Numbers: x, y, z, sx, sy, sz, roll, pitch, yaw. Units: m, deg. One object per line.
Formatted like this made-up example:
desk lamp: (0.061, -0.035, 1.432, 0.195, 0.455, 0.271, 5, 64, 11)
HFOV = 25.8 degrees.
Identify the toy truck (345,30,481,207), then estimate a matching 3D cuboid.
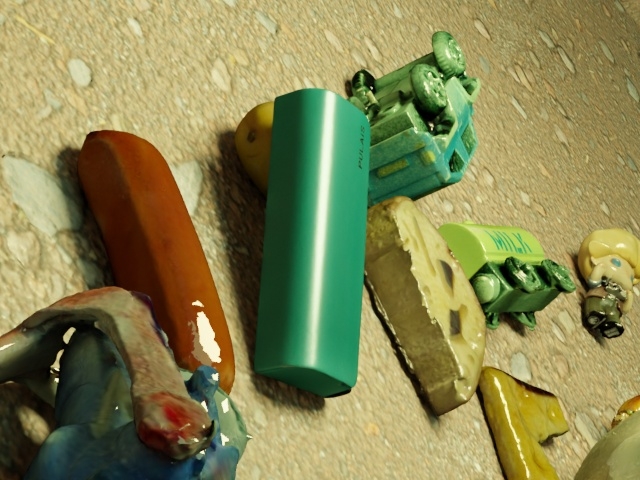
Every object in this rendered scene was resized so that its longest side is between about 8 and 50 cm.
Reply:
toy truck: (0.116, -0.151, 1.794, 0.156, 0.155, 0.279, 60, 25, -13)

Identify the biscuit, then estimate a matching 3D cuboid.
biscuit: (0.264, 0.249, 1.724, 0.174, 0.039, 0.183, 31, 37, -44)

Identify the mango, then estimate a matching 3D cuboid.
mango: (-0.018, -0.077, 1.563, 0.195, 0.092, 0.130, 40, 28, -47)

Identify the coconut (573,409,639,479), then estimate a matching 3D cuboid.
coconut: (0.439, 0.343, 1.641, 0.309, 0.297, 0.297, 47, 29, -25)

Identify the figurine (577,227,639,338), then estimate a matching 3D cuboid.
figurine: (0.448, 0.062, 2.162, 0.114, 0.108, 0.196, 29, 39, -5)

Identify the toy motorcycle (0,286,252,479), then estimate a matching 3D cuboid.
toy motorcycle: (-0.174, 0.185, 0.976, 0.319, 0.241, 0.182, -89, 178, -56)

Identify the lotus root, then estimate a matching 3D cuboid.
lotus root: (0.127, 0.071, 1.656, 0.260, 0.074, 0.170, 63, 25, 10)

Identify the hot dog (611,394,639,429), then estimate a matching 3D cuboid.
hot dog: (0.507, 0.343, 1.957, 0.337, 0.100, 0.135, 46, 20, -22)

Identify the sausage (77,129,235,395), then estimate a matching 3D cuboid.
sausage: (-0.144, 0.019, 1.248, 0.089, 0.083, 0.300, 5, 54, -43)

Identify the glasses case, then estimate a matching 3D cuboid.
glasses case: (0.002, 0.000, 1.426, 0.117, 0.070, 0.301, 26, 58, -46)

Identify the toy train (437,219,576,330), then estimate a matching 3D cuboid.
toy train: (0.237, 0.035, 1.853, 0.157, 0.105, 0.253, 52, 23, 20)
